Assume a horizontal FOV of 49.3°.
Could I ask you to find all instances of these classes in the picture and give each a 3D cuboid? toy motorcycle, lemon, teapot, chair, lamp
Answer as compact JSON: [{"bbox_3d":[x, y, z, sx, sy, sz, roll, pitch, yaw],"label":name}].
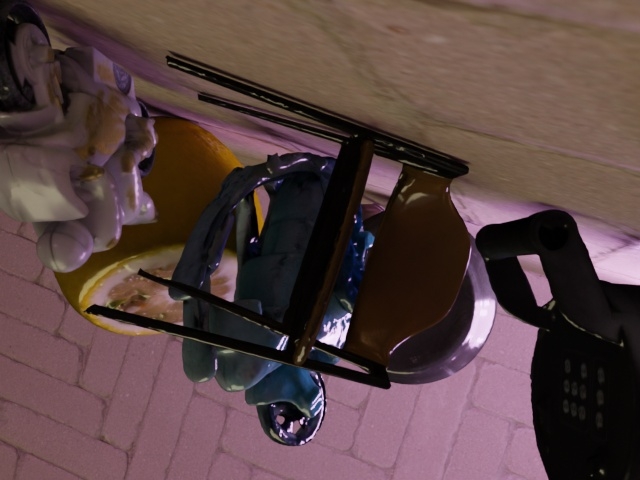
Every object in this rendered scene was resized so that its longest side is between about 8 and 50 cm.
[{"bbox_3d":[-0.037,0.039,0.650,0.154,0.260,0.206,-10,139,38],"label":"toy motorcycle"},{"bbox_3d":[-0.186,-0.028,0.789,0.240,0.219,0.240,-14,151,-8],"label":"lemon"},{"bbox_3d":[0.146,0.061,1.117,0.300,0.253,0.344,52,-166,11],"label":"teapot"},{"bbox_3d":[-0.155,-0.052,0.453,0.074,0.151,0.229,-3,172,4],"label":"toy motorcycle"},{"bbox_3d":[0.000,0.000,0.485,0.247,0.159,0.172,19,-176,-2],"label":"chair"},{"bbox_3d":[0.329,0.131,0.618,0.272,0.374,0.205,-15,177,-6],"label":"lamp"}]

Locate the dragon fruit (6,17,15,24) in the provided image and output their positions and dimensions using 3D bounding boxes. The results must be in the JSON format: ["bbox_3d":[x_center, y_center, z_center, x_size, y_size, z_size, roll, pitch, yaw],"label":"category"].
[{"bbox_3d":[-0.316,-0.093,0.283,0.100,0.282,0.343,59,179,-4],"label":"dragon fruit"}]
